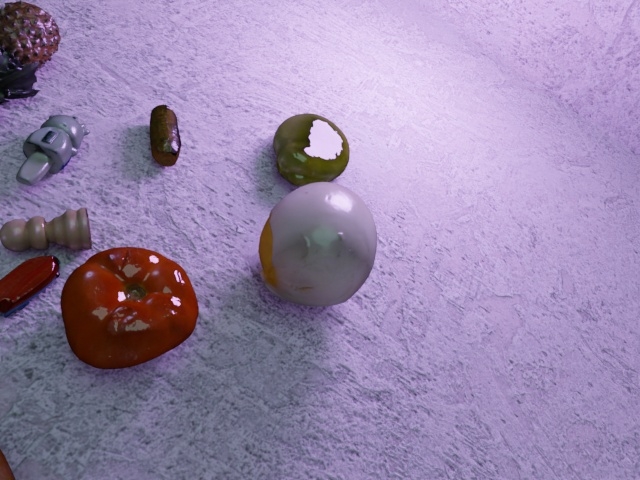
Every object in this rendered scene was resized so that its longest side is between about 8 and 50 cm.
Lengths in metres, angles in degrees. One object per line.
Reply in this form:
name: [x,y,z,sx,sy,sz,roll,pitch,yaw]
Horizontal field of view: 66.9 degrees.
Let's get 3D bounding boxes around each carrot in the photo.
carrot: [-0.416,-0.279,1.298,0.082,0.082,0.173,4,54,-24]

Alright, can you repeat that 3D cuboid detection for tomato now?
tomato: [-0.378,0.135,0.968,0.259,0.180,0.260,15,51,-18]

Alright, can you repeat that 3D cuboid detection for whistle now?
whistle: [-0.633,-0.217,1.141,0.110,0.092,0.245,21,50,-14]

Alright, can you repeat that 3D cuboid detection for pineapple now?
pineapple: [-0.775,-0.422,1.191,0.165,0.165,0.365,18,60,-14]

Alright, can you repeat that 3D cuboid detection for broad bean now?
broad bean: [-0.030,-0.273,1.454,0.238,0.119,0.291,38,49,2]

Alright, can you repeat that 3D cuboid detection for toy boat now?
toy boat: [-0.592,0.087,0.976,0.069,0.059,0.173,34,43,-2]

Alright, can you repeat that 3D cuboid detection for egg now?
egg: [0.000,0.000,1.180,0.282,0.283,0.345,28,45,-6]

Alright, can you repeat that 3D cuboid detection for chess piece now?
chess piece: [-0.585,-0.020,1.034,0.170,0.094,0.094,-5,61,-23]

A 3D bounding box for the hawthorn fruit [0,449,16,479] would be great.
hawthorn fruit: [-0.585,0.362,0.663,0.267,0.268,0.301,-21,60,-35]
